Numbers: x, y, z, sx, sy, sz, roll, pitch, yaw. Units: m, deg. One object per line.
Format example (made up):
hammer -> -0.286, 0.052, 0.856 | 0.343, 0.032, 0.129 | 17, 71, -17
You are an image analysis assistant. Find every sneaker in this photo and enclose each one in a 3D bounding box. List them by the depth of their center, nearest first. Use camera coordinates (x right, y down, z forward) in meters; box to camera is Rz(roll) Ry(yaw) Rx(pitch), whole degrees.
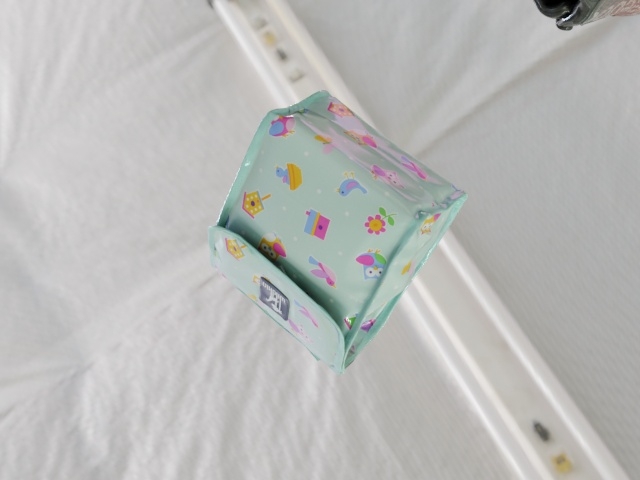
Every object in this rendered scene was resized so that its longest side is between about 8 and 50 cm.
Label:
sneaker -> 0.280, -0.270, 1.369 | 0.135, 0.276, 0.097 | -26, -97, 14

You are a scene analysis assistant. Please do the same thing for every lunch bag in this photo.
lunch bag -> 0.000, 0.000, 1.536 | 0.223, 0.160, 0.262 | 39, -60, 14
